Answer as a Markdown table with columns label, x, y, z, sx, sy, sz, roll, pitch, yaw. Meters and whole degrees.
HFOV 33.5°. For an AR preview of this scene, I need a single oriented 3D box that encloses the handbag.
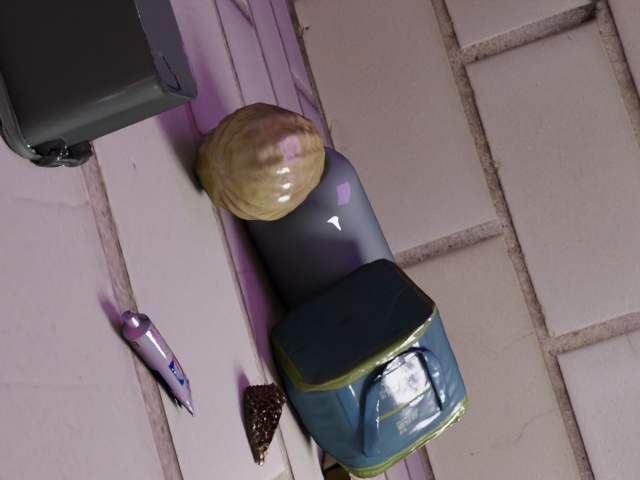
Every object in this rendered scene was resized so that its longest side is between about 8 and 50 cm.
| label | x | y | z | sx | sy | sz | roll | pitch | yaw |
| --- | --- | --- | --- | --- | --- | --- | --- | --- | --- |
| handbag | 0.077 | 0.199 | 1.636 | 0.222 | 0.263 | 0.241 | 41 | -18 | 51 |

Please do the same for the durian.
| label | x | y | z | sx | sy | sz | roll | pitch | yaw |
| --- | --- | --- | --- | --- | --- | --- | --- | --- | --- |
| durian | -0.078 | 0.223 | 1.340 | 0.130 | 0.052 | 0.066 | -93 | -157 | -53 |

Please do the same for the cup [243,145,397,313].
| label | x | y | z | sx | sy | sz | roll | pitch | yaw |
| --- | --- | --- | --- | --- | --- | --- | --- | --- | --- |
| cup | 0.000 | 0.000 | 1.749 | 0.205 | 0.206 | 0.312 | -99 | 168 | -49 |

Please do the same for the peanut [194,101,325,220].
| label | x | y | z | sx | sy | sz | roll | pitch | yaw |
| --- | --- | --- | --- | --- | --- | --- | --- | --- | --- |
| peanut | -0.076 | -0.109 | 1.492 | 0.158 | 0.174 | 0.340 | 56 | 11 | 1 |

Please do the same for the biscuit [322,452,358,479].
| label | x | y | z | sx | sy | sz | roll | pitch | yaw |
| --- | --- | --- | --- | --- | --- | --- | --- | --- | --- |
| biscuit | 0.034 | 0.356 | 1.788 | 0.056 | 0.052 | 0.188 | 55 | 10 | -11 |

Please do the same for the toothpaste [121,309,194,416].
| label | x | y | z | sx | sy | sz | roll | pitch | yaw |
| --- | --- | --- | --- | --- | --- | --- | --- | --- | --- |
| toothpaste | -0.151 | 0.113 | 1.010 | 0.170 | 0.028 | 0.045 | 67 | 2 | -53 |

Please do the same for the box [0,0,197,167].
| label | x | y | z | sx | sy | sz | roll | pitch | yaw |
| --- | --- | --- | --- | --- | --- | --- | --- | --- | --- |
| box | -0.204 | -0.194 | 0.893 | 0.163 | 0.135 | 0.243 | -20 | 93 | -83 |
